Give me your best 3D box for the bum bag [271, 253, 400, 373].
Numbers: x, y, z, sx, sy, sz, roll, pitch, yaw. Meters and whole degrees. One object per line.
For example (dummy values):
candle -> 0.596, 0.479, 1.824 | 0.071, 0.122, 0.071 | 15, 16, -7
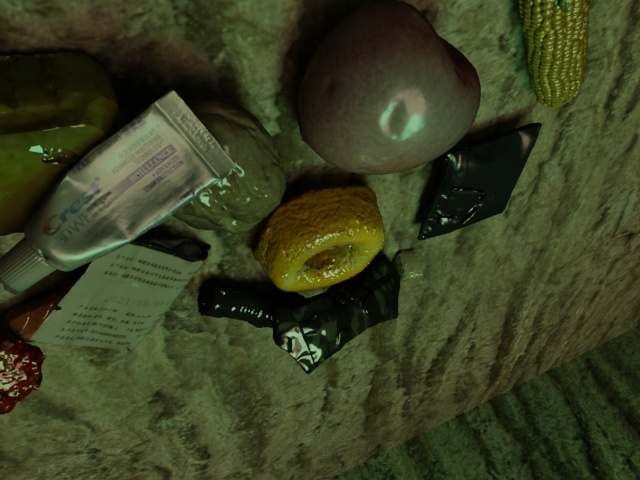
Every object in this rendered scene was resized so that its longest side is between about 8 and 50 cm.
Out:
bum bag -> 0.049, 0.143, 1.109 | 0.340, 0.144, 0.095 | -23, -171, -39

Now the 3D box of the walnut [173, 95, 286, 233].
walnut -> -0.138, -0.091, 0.740 | 0.178, 0.178, 0.230 | -36, 149, 9

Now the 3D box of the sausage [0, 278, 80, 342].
sausage -> -0.415, 0.110, 0.875 | 0.169, 0.065, 0.065 | -26, 144, -5

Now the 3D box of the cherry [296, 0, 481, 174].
cherry -> 0.083, -0.180, 0.741 | 0.239, 0.206, 0.239 | -30, 150, -20

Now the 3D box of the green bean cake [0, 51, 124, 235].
green bean cake -> -0.341, -0.082, 0.641 | 0.236, 0.124, 0.233 | -13, 142, -22

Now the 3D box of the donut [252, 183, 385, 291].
donut -> 0.002, -0.001, 0.992 | 0.254, 0.118, 0.253 | -19, 158, -8

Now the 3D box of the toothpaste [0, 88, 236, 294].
toothpaste -> -0.234, -0.036, 0.608 | 0.282, 0.068, 0.099 | -35, 150, 4

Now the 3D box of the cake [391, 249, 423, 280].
cake -> 0.182, 0.080, 1.253 | 0.052, 0.065, 0.121 | -10, 147, -21

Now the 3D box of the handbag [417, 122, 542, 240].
handbag -> 0.298, -0.105, 1.080 | 0.211, 0.088, 0.254 | -18, 146, -19

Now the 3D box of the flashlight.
flashlight -> -0.126, 0.130, 1.075 | 0.232, 0.093, 0.093 | 15, 126, -41

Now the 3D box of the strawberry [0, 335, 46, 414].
strawberry -> -0.541, 0.204, 0.826 | 0.190, 0.111, 0.236 | -23, 142, 28

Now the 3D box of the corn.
corn -> 0.367, -0.314, 0.864 | 0.106, 0.106, 0.293 | -35, 145, 7

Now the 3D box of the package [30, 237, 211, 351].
package -> -0.281, 0.082, 0.857 | 0.204, 0.062, 0.251 | -52, 161, 10
